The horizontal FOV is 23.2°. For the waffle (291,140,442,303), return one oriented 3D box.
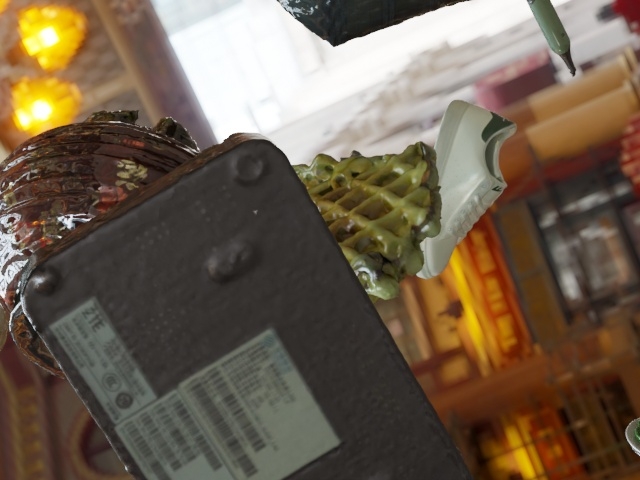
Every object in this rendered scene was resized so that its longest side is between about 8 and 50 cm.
[{"bbox_3d":[0.000,0.000,1.815,0.073,0.317,0.297,59,-150,-31],"label":"waffle"}]

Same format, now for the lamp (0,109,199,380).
[{"bbox_3d":[-0.175,-0.003,1.332,0.247,0.247,0.247,59,-165,-27],"label":"lamp"}]

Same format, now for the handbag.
[{"bbox_3d":[0.058,-0.268,1.328,0.089,0.270,0.175,83,162,-45],"label":"handbag"}]

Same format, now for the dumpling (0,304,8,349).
[{"bbox_3d":[-0.485,0.112,1.961,0.227,0.175,0.243,117,159,-53],"label":"dumpling"}]

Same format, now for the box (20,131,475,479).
[{"bbox_3d":[-0.042,0.115,1.108,0.350,0.211,0.058,59,179,-16],"label":"box"}]

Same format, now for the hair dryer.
[{"bbox_3d":[0.213,-0.221,1.500,0.071,0.047,0.150,6,129,60],"label":"hair dryer"}]

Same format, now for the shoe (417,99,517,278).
[{"bbox_3d":[0.208,-0.067,2.242,0.095,0.110,0.265,-1,-78,-67],"label":"shoe"}]

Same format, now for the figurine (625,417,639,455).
[{"bbox_3d":[0.465,0.198,1.994,0.132,0.132,0.154,-81,-5,-66],"label":"figurine"}]
